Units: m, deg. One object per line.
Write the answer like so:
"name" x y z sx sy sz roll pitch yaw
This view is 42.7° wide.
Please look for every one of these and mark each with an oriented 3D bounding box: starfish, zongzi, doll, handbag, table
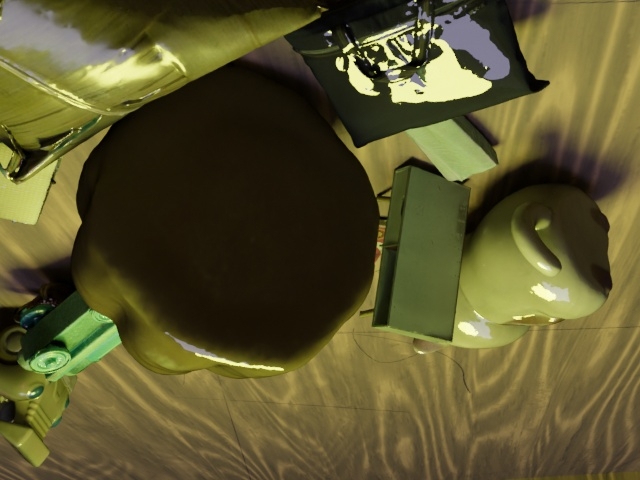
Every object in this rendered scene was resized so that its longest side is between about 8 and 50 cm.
"starfish" -0.485 0.124 1.520 0.146 0.074 0.190 -7 150 11
"zongzi" -0.262 -0.266 0.724 0.418 0.181 0.447 -17 147 18
"doll" 0.302 0.049 1.298 0.226 0.215 0.370 8 153 -21
"handbag" 0.103 -0.210 0.926 0.254 0.089 0.211 -15 137 27
"table" 0.133 0.025 1.233 0.121 0.240 0.111 17 165 -30

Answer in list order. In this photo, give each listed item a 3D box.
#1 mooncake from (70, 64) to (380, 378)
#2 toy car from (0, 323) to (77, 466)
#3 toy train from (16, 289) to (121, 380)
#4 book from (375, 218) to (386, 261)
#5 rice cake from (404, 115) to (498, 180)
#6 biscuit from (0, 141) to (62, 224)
"mooncake" -0.120 -0.007 1.014 0.378 0.379 0.200 13 159 -26
"toy car" -0.677 0.286 1.612 0.335 0.226 0.242 12 151 2
"toy train" -0.385 0.139 1.431 0.298 0.120 0.194 -36 147 18
"book" 0.000 0.000 1.381 0.231 0.022 0.162 5 150 -15
"rice cake" 0.160 -0.146 1.106 0.080 0.042 0.221 -16 149 31
"biscuit" -0.443 -0.091 1.167 0.121 0.041 0.199 15 146 -23
